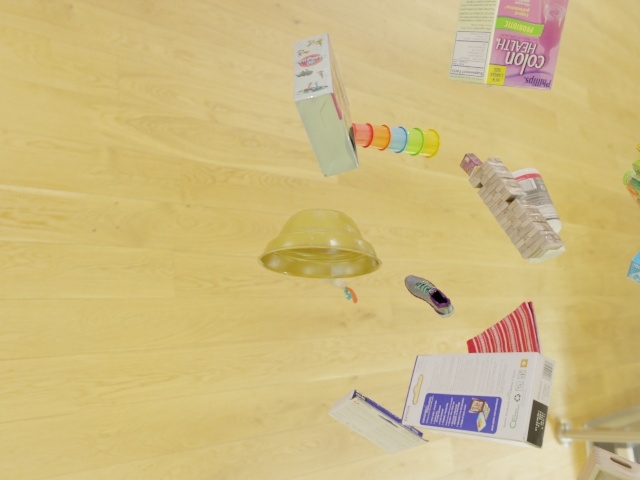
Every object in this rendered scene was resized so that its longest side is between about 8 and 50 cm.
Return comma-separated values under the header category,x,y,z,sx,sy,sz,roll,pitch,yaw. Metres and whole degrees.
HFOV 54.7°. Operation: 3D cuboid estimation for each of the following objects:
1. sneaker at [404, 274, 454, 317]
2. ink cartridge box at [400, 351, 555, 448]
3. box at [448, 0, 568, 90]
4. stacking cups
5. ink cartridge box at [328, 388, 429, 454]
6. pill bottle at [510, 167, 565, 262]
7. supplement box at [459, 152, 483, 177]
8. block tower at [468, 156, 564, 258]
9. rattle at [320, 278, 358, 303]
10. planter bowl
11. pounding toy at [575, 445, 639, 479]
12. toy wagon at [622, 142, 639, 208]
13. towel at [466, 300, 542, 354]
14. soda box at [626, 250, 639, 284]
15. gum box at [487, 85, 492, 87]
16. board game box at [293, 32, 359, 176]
category,x,y,z,sx,sy,sz,roll,pitch,yaw
sneaker,0.391,0.178,2.219,0.083,0.224,0.098,-42,146,-15
ink cartridge box,0.325,0.334,1.331,0.069,0.371,0.175,28,67,-26
box,0.413,-0.460,1.347,0.214,0.117,0.242,-4,110,-32
stacking cups,0.219,-0.306,1.865,0.316,0.096,0.096,0,78,-34
ink cartridge box,0.154,0.479,1.640,0.223,0.224,0.045,33,58,-3
pill bottle,0.762,-0.086,2.240,0.176,0.176,0.318,3,64,-43
supplement box,0.546,-0.267,2.219,0.043,0.055,0.083,-7,47,-29
block tower,0.569,-0.093,1.829,0.091,0.097,0.335,-2,52,-42
rattle,0.049,0.082,1.863,0.200,0.130,0.142,25,66,6
planter bowl,0.000,0.000,1.087,0.217,0.217,0.090,16,69,-40
pounding toy,0.635,0.532,1.332,0.100,0.141,0.130,-40,148,-65
toy wagon,0.856,-0.097,1.540,0.344,0.068,0.267,45,11,-24
towel,0.514,0.312,1.752,0.031,0.275,0.198,19,49,-19
soda box,0.720,0.006,1.261,0.210,0.071,0.067,-42,145,-16
gum box,0.472,-0.542,1.710,0.157,0.041,0.184,-60,136,-47
board game box,0.011,-0.338,1.522,0.303,0.098,0.224,-95,167,-47
